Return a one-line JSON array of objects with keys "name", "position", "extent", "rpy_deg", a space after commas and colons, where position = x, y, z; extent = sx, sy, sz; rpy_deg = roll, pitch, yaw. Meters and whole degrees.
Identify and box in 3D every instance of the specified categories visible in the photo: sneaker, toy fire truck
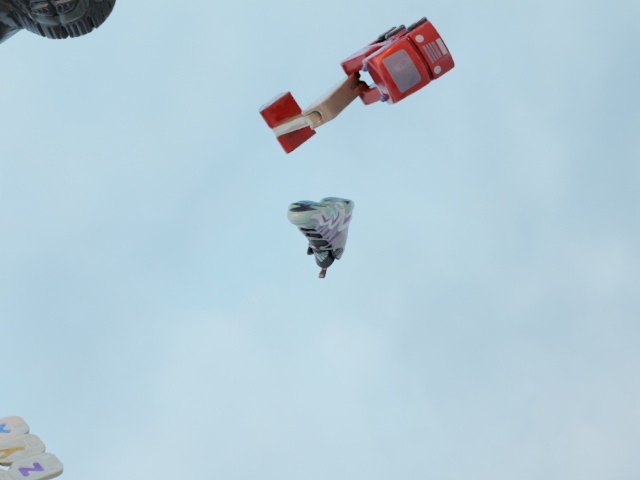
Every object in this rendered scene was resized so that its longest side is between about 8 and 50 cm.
[{"name": "sneaker", "position": [0.000, 0.000, 1.026], "extent": [0.098, 0.038, 0.069], "rpy_deg": [-10, -72, -60]}, {"name": "toy fire truck", "position": [0.025, -0.127, 0.997], "extent": [0.135, 0.192, 0.047], "rpy_deg": [-34, -79, -7]}, {"name": "sneaker", "position": [-0.260, -0.226, 1.000], "extent": [0.130, 0.286, 0.109], "rpy_deg": [-60, -40, -40]}]

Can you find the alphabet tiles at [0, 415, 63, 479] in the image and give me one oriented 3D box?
[{"name": "alphabet tiles", "position": [-0.503, 0.317, 1.586], "extent": [0.278, 0.284, 0.021], "rpy_deg": [-15, -61, -34]}]
